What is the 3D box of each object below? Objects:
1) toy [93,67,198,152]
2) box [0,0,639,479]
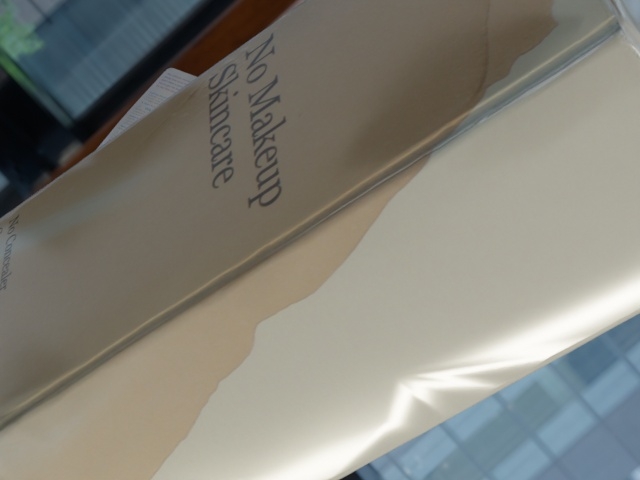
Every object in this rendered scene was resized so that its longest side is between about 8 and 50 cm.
[{"bbox_3d":[-0.130,-0.018,0.997,0.237,0.137,0.056,-51,147,-26],"label":"toy"},{"bbox_3d":[0.000,0.000,0.536,0.311,0.121,0.148,-33,-144,19],"label":"box"}]
